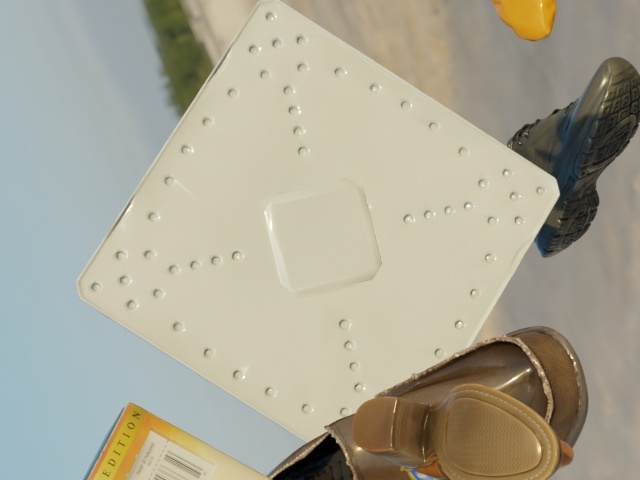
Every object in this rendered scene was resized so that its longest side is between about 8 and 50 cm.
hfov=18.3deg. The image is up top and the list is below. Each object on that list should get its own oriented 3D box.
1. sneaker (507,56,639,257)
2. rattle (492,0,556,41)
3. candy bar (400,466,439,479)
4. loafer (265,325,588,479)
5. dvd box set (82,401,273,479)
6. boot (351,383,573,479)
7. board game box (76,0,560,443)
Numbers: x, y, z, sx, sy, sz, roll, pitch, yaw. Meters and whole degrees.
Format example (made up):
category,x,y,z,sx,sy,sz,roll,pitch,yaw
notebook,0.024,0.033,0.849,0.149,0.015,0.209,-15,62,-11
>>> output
category,x,y,z,sx,sy,sz,roll,pitch,yaw
sneaker,0.290,-0.113,2.396,0.130,0.109,0.286,43,131,24
rattle,0.120,-0.277,1.765,0.200,0.130,0.143,55,-153,-51
candy bar,0.120,0.231,1.572,0.161,0.040,0.018,55,173,7
loafer,0.075,0.197,1.745,0.130,0.366,0.134,4,-126,-56
dvd box set,-0.036,0.346,1.591,0.062,0.420,0.307,-56,7,43
boot,0.139,0.152,1.466,0.152,0.073,0.197,19,173,-40
board game box,0.000,0.000,2.136,0.390,0.390,0.050,33,168,-3
